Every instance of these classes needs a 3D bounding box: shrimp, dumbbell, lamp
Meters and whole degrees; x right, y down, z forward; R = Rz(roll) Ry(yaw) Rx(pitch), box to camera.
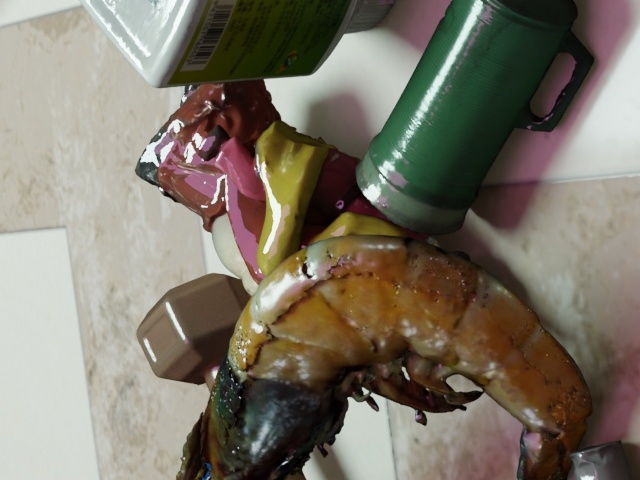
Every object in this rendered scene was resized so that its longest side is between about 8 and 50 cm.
[{"bbox_3d":[0.034,0.115,1.009,0.290,0.222,0.054,-54,16,38],"label":"shrimp"},{"bbox_3d":[-0.042,0.132,1.148,0.092,0.082,0.231,-43,67,41],"label":"dumbbell"},{"bbox_3d":[0.000,0.000,1.057,0.253,0.118,0.118,43,127,17],"label":"lamp"}]

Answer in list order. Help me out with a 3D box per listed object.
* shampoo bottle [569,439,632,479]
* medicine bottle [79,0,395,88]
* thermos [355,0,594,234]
[{"bbox_3d":[0.178,0.196,0.960,0.080,0.040,0.165,-23,80,47],"label":"shampoo bottle"},{"bbox_3d":[-0.046,-0.163,1.019,0.132,0.188,0.088,50,129,28],"label":"medicine bottle"},{"bbox_3d":[0.092,-0.093,0.972,0.083,0.073,0.188,49,128,30],"label":"thermos"}]
